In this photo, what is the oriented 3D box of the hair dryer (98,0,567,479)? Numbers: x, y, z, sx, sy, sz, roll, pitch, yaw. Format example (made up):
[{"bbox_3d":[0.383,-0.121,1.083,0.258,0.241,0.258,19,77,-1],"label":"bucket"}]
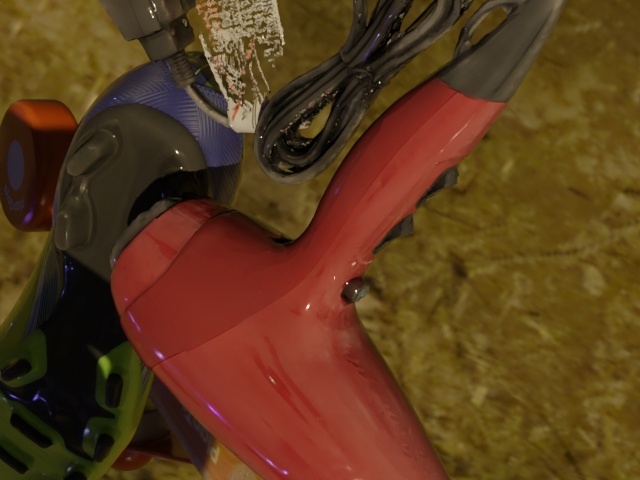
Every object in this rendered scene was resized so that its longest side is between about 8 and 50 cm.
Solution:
[{"bbox_3d":[0.000,0.000,0.591,0.224,0.080,0.293,-2,106,44],"label":"hair dryer"}]

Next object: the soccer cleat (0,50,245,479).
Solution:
[{"bbox_3d":[-0.107,0.027,0.793,0.093,0.121,0.289,30,128,1],"label":"soccer cleat"}]

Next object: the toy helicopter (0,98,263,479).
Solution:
[{"bbox_3d":[-0.096,0.080,0.939,0.355,0.140,0.235,51,133,45],"label":"toy helicopter"}]
